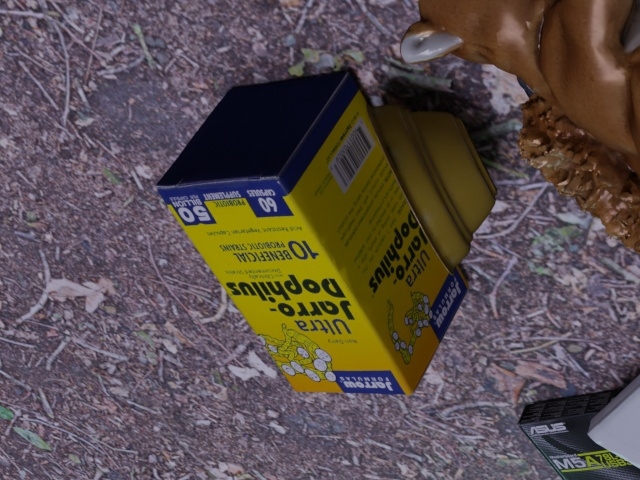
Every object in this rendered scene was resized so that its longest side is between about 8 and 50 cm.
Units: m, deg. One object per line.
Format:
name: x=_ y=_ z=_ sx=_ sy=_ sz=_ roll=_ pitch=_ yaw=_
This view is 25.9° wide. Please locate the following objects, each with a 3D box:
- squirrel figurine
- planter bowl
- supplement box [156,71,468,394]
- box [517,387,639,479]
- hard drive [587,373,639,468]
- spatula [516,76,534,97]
squirrel figurine: x=0.264 y=-0.150 z=1.296 sx=0.370 sy=0.281 sz=0.397 roll=18 pitch=138 yaw=27
planter bowl: x=0.139 y=-0.077 z=1.566 sx=0.090 sy=0.217 sz=0.217 roll=-27 pitch=121 yaw=8
supplement box: x=0.000 y=0.000 z=1.695 sx=0.194 sy=0.195 sz=0.356 roll=-3 pitch=132 yaw=39
box: x=0.393 y=0.283 z=1.878 sx=0.190 sy=0.045 sz=0.184 roll=-16 pitch=125 yaw=43
hard drive: x=0.492 y=0.202 z=1.686 sx=0.203 sy=0.040 sz=0.307 roll=30 pitch=136 yaw=-4
spatula: x=0.311 y=-0.075 z=1.527 sx=0.030 sy=0.084 sz=0.296 roll=-39 pitch=104 yaw=5
